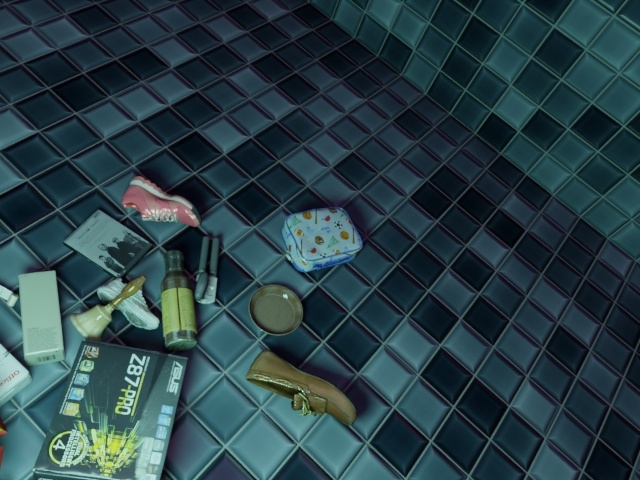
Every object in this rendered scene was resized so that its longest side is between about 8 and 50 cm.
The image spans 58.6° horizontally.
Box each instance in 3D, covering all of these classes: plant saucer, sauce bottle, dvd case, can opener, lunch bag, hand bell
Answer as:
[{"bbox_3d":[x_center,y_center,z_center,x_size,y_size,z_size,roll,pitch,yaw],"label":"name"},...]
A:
[{"bbox_3d":[-0.162,0.253,2.037,0.198,0.036,0.199,9,56,-14],"label":"plant saucer"},{"bbox_3d":[-0.478,0.195,1.914,0.111,0.111,0.344,1,58,-20],"label":"sauce bottle"},{"bbox_3d":[-0.738,0.014,1.992,0.238,0.030,0.179,32,53,4],"label":"dvd case"},{"bbox_3d":[-0.398,0.099,2.026,0.074,0.093,0.280,9,50,-13],"label":"can opener"},{"bbox_3d":[0.000,0.000,2.220,0.303,0.115,0.243,-14,66,-28],"label":"lunch bag"},{"bbox_3d":[-0.642,0.196,1.784,0.242,0.126,0.126,-42,77,-8],"label":"hand bell"}]

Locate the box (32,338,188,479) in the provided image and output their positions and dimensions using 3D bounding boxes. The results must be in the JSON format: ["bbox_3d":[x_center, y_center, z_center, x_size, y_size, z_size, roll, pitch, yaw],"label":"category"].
[{"bbox_3d":[-0.571,0.491,1.604,0.318,0.097,0.395,14,47,-10],"label":"box"}]

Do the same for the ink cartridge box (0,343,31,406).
[{"bbox_3d":[-0.966,0.373,1.627,0.219,0.093,0.160,41,55,8],"label":"ink cartridge box"}]

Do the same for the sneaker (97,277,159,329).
[{"bbox_3d":[-0.611,0.198,1.880,0.232,0.090,0.115,36,50,4],"label":"sneaker"}]

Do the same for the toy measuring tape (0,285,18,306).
[{"bbox_3d":[-1.092,0.109,1.741,0.330,0.121,0.121,32,53,3],"label":"toy measuring tape"}]

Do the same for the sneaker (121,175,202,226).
[{"bbox_3d":[-0.586,-0.109,2.097,0.313,0.116,0.136,27,63,7],"label":"sneaker"}]

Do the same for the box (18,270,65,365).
[{"bbox_3d":[-0.859,0.236,1.758,0.113,0.094,0.275,-5,59,-23],"label":"box"}]

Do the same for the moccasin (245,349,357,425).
[{"bbox_3d":[-0.061,0.498,1.845,0.380,0.139,0.147,30,54,2],"label":"moccasin"}]

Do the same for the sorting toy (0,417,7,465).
[{"bbox_3d":[-0.909,0.536,1.445,0.257,0.089,0.255,-32,44,10],"label":"sorting toy"}]
